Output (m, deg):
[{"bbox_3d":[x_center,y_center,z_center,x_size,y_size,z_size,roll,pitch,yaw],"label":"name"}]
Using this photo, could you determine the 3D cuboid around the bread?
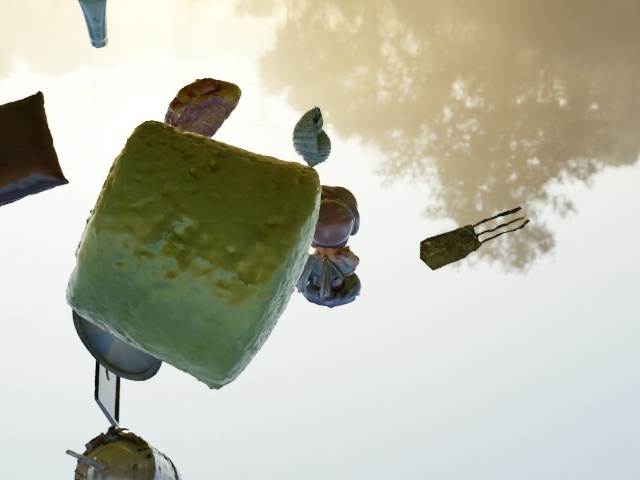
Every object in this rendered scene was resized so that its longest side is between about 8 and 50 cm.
[{"bbox_3d":[-0.177,0.005,1.229,0.307,0.348,0.348,28,-169,-9],"label":"bread"}]

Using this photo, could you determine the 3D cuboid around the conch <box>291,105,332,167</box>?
[{"bbox_3d":[-0.029,-0.269,2.291,0.102,0.153,0.135,-18,-172,6],"label":"conch"}]

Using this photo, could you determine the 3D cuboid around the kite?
[{"bbox_3d":[0.325,-0.008,1.855,0.245,0.015,0.141,-24,-149,6],"label":"kite"}]

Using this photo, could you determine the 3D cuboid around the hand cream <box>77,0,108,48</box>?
[{"bbox_3d":[-0.554,-0.547,2.132,0.078,0.050,0.205,-4,160,-11],"label":"hand cream"}]

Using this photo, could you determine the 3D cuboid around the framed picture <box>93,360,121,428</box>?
[{"bbox_3d":[-0.543,0.324,2.223,0.018,0.192,0.266,-7,-125,0],"label":"framed picture"}]

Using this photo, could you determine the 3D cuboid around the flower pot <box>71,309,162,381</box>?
[{"bbox_3d":[-0.336,0.136,1.697,0.212,0.212,0.202,11,-148,30],"label":"flower pot"}]

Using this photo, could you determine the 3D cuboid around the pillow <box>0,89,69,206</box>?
[{"bbox_3d":[-0.877,-0.244,2.397,0.307,0.306,0.108,-18,165,-3],"label":"pillow"}]

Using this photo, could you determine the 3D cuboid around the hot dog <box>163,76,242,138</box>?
[{"bbox_3d":[-0.350,-0.362,2.443,0.153,0.257,0.150,37,-159,-18],"label":"hot dog"}]

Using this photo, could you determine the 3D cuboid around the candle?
[{"bbox_3d":[-0.416,0.496,1.812,0.187,0.188,0.330,7,153,15],"label":"candle"}]

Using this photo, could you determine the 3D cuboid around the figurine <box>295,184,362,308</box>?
[{"bbox_3d":[0.000,-0.001,2.455,0.276,0.388,0.248,26,-135,29],"label":"figurine"}]
